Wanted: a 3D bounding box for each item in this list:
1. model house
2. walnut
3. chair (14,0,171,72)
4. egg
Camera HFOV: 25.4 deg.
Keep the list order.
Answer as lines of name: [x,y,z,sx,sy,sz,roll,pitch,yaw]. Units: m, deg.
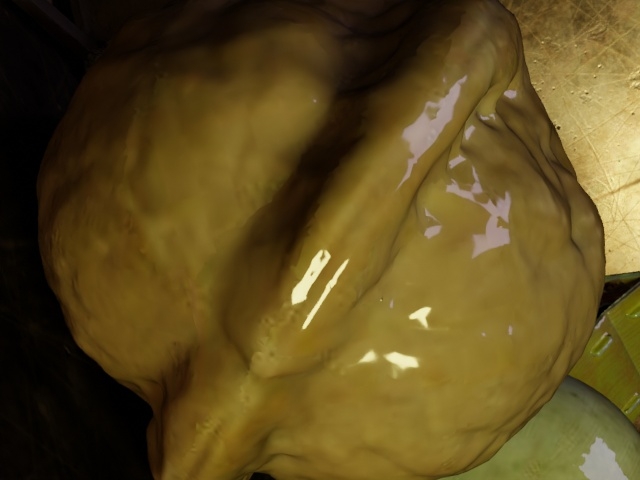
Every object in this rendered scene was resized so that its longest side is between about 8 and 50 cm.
model house: [0.281,0.103,1.829,0.300,0.324,0.340,60,13,-27]
walnut: [-0.004,-0.007,0.896,0.383,0.383,0.383,60,13,-23]
chair: [-0.125,-0.201,1.120,0.319,0.160,0.186,44,26,-53]
egg: [0.109,0.194,1.063,0.218,0.295,0.218,-18,111,-54]
